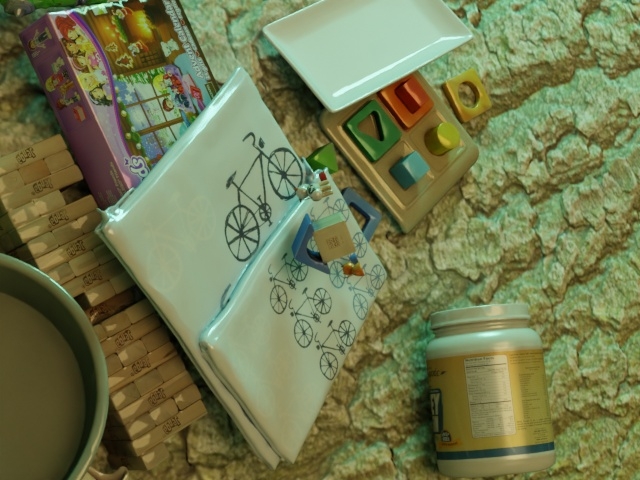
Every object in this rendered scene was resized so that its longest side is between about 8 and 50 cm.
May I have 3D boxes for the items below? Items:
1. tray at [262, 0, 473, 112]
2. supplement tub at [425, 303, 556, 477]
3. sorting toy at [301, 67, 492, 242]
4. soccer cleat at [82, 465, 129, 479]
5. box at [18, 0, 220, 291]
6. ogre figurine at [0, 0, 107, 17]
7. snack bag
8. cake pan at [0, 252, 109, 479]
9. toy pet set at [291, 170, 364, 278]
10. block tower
[{"bbox_3d":[0.062,-0.257,1.382,0.270,0.030,0.145,-32,77,-34],"label":"tray"},{"bbox_3d":[0.206,0.184,1.328,0.144,0.144,0.199,0,79,-33],"label":"supplement tub"},{"bbox_3d":[0.114,-0.137,1.398,0.348,0.047,0.196,-45,104,-32],"label":"sorting toy"},{"bbox_3d":[-0.279,0.225,1.050,0.196,0.068,0.076,26,95,-31],"label":"soccer cleat"},{"bbox_3d":[-0.175,-0.114,1.167,0.201,0.057,0.293,-30,96,-52],"label":"box"},{"bbox_3d":[-0.322,-0.303,1.128,0.118,0.097,0.197,-48,114,-41],"label":"ogre figurine"},{"bbox_3d":[-0.062,0.015,1.172,0.342,0.037,0.323,58,41,-24],"label":"snack bag"},{"bbox_3d":[-0.340,0.148,0.980,0.293,0.054,0.293,4,65,-9],"label":"cake pan"},{"bbox_3d":[0.000,0.000,1.196,0.065,0.114,0.122,-21,108,1],"label":"toy pet set"},{"bbox_3d":[-0.236,0.066,1.104,0.097,0.091,0.335,-29,96,-33],"label":"block tower"}]
